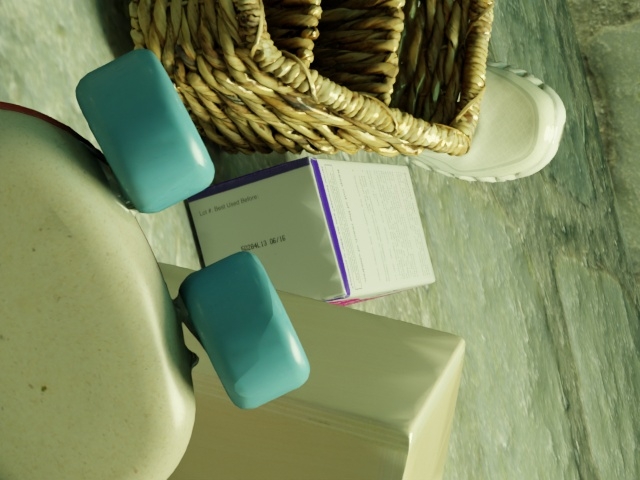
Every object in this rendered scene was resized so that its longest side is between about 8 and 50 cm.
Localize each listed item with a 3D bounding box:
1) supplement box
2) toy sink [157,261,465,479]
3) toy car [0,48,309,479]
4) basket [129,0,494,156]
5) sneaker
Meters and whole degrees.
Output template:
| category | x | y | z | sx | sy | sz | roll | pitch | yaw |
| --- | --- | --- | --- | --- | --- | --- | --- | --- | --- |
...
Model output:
| category | x | y | z | sx | sy | sz | roll | pitch | yaw |
| --- | --- | --- | --- | --- | --- | --- | --- | --- | --- |
| supplement box | 0.000 | 0.000 | 1.114 | 0.220 | 0.111 | 0.114 | -7 | 81 | -67 |
| toy sink | -0.043 | 0.119 | 0.876 | 0.153 | 0.234 | 0.131 | -44 | 145 | -66 |
| toy car | -0.155 | 0.015 | 0.709 | 0.210 | 0.219 | 0.238 | 65 | -5 | -19 |
| basket | 0.005 | -0.232 | 1.042 | 0.213 | 0.223 | 0.299 | 44 | 53 | -58 |
| sneaker | 0.064 | -0.114 | 1.163 | 0.118 | 0.292 | 0.110 | -9 | 111 | -58 |
